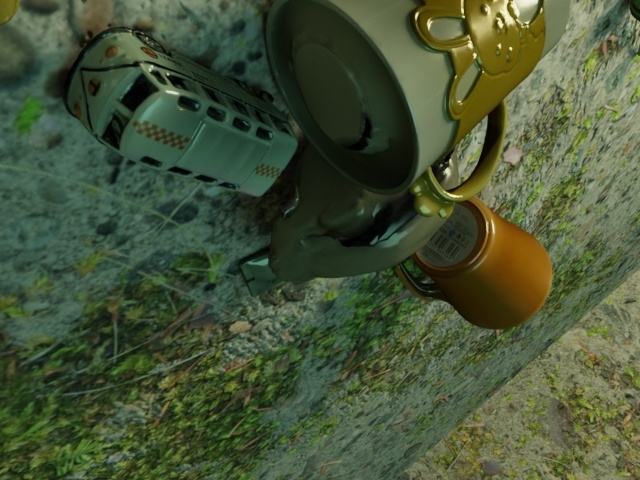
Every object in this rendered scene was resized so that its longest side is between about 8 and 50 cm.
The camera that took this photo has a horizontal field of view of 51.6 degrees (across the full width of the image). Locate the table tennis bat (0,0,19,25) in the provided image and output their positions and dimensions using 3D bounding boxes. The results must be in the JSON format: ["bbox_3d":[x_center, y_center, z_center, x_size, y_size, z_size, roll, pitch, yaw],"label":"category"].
[{"bbox_3d":[-0.148,-0.256,0.312,0.198,0.050,0.321,-9,134,-46],"label":"table tennis bat"}]

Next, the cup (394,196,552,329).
[{"bbox_3d":[0.230,0.037,1.058,0.226,0.183,0.264,-19,152,26],"label":"cup"}]

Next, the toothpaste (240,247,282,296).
[{"bbox_3d":[0.000,0.000,0.837,0.218,0.041,0.064,-29,136,-15],"label":"toothpaste"}]

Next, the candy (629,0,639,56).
[{"bbox_3d":[0.483,-0.318,0.981,0.061,0.061,0.202,-45,159,6],"label":"candy"}]

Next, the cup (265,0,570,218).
[{"bbox_3d":[0.098,-0.147,0.583,0.226,0.185,0.241,-38,115,-19],"label":"cup"}]

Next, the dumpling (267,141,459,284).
[{"bbox_3d":[0.073,-0.040,0.723,0.293,0.163,0.205,-41,132,-17],"label":"dumpling"}]

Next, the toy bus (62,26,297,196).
[{"bbox_3d":[-0.103,-0.094,0.533,0.087,0.089,0.193,-51,148,17],"label":"toy bus"}]
